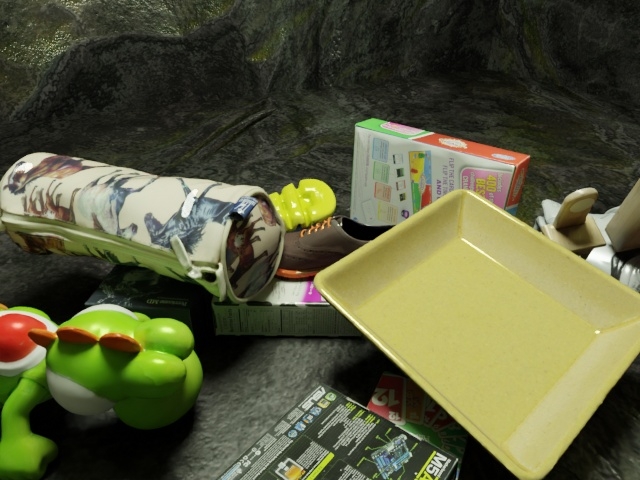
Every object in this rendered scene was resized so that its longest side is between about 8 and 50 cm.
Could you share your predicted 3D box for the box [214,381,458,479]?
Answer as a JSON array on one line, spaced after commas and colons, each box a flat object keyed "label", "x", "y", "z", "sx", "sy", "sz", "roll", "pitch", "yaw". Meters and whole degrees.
[{"label": "box", "x": 0.011, "y": 0.248, "z": 0.469, "sx": 0.184, "sy": 0.045, "sz": 0.190, "roll": 20, "pitch": 36, "yaw": 34}]

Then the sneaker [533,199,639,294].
[{"label": "sneaker", "x": 0.536, "y": -0.021, "z": 0.902, "sx": 0.210, "sy": 0.137, "sz": 0.366, "roll": 25, "pitch": 41, "yaw": 30}]

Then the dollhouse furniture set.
[{"label": "dollhouse furniture set", "x": 0.509, "y": 0.083, "z": 0.609, "sx": 0.303, "sy": 0.174, "sz": 0.355, "roll": -12, "pitch": 59, "yaw": 5}]

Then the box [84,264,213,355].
[{"label": "box", "x": -0.250, "y": 0.090, "z": 0.742, "sx": 0.156, "sy": 0.093, "sz": 0.158, "roll": 3, "pitch": 32, "yaw": 3}]

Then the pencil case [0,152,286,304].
[{"label": "pencil case", "x": -0.268, "y": -0.025, "z": 0.688, "sx": 0.410, "sy": 0.160, "sz": 0.183, "roll": 11, "pitch": 18, "yaw": 16}]

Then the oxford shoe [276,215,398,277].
[{"label": "oxford shoe", "x": 0.000, "y": 0.000, "z": 0.751, "sx": 0.271, "sy": 0.098, "sz": 0.097, "roll": 4, "pitch": 31, "yaw": 3}]

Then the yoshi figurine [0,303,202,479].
[{"label": "yoshi figurine", "x": -0.298, "y": 0.164, "z": 0.573, "sx": 0.362, "sy": 0.204, "sz": 0.203, "roll": -4, "pitch": 0, "yaw": 19}]

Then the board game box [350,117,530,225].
[{"label": "board game box", "x": 0.203, "y": -0.078, "z": 0.895, "sx": 0.316, "sy": 0.242, "sz": 0.064, "roll": 24, "pitch": 37, "yaw": 33}]

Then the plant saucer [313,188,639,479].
[{"label": "plant saucer", "x": 0.214, "y": 0.098, "z": 0.632, "sx": 0.332, "sy": 0.081, "sz": 0.333, "roll": -30, "pitch": 54, "yaw": -29}]

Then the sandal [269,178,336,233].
[{"label": "sandal", "x": -0.128, "y": -0.020, "z": 0.906, "sx": 0.317, "sy": 0.138, "sz": 0.126, "roll": -6, "pitch": 57, "yaw": -8}]

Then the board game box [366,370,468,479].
[{"label": "board game box", "x": 0.086, "y": 0.260, "z": 0.523, "sx": 0.124, "sy": 0.039, "sz": 0.259, "roll": 14, "pitch": 36, "yaw": 22}]

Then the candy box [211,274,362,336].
[{"label": "candy box", "x": -0.049, "y": 0.082, "z": 0.780, "sx": 0.233, "sy": 0.071, "sz": 0.159, "roll": 2, "pitch": 31, "yaw": -1}]
